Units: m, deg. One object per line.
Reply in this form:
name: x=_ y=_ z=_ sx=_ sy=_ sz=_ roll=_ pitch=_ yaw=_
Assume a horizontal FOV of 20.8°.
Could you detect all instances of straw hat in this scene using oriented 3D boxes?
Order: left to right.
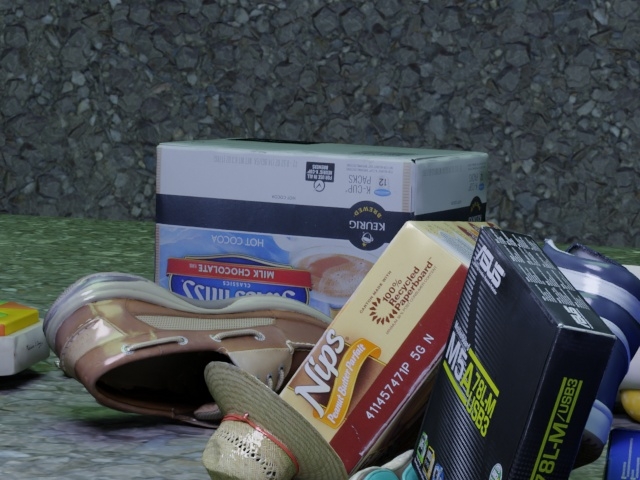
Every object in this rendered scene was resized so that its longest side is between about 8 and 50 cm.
straw hat: x=-0.052 y=0.160 z=1.285 sx=0.061 sy=0.144 sz=0.144 roll=-46 pitch=30 yaw=-23

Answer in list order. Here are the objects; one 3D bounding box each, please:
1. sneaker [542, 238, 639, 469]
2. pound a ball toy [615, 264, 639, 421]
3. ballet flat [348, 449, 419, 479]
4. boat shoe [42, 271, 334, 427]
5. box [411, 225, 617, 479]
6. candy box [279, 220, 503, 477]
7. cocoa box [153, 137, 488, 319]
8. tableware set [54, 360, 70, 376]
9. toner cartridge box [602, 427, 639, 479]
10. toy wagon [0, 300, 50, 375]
sneaker: x=0.167 y=0.093 z=1.310 sx=0.099 sy=0.153 sz=0.282 roll=22 pitch=-15 yaw=-6
pound a ball toy: x=0.360 y=0.124 z=1.667 sx=0.319 sy=0.135 sz=0.208 roll=6 pitch=-18 yaw=33
ballet flat: x=0.042 y=0.187 z=1.223 sx=0.052 sy=0.057 sz=0.168 roll=-27 pitch=-9 yaw=21
boat shoe: x=-0.093 y=0.120 z=1.568 sx=0.324 sy=0.123 sz=0.116 roll=9 pitch=35 yaw=-32
box: x=0.119 y=0.106 z=1.130 sx=0.045 sy=0.184 sz=0.190 roll=10 pitch=18 yaw=-13
candy box: x=0.087 y=0.079 z=1.412 sx=0.087 sy=0.183 sz=0.316 roll=39 pitch=11 yaw=14
cocoa box: x=0.000 y=0.000 z=2.095 sx=0.347 sy=0.227 sz=0.231 roll=5 pitch=7 yaw=26
tableware set: x=-0.199 y=0.124 z=1.813 sx=0.154 sy=0.024 sz=0.104 roll=1 pitch=6 yaw=-16
toner cartridge box: x=0.255 y=0.190 z=1.079 sx=0.165 sy=0.075 sz=0.348 roll=2 pitch=5 yaw=11
toy wagon: x=-0.454 y=0.099 z=1.741 sx=0.345 sy=0.068 sz=0.267 roll=3 pitch=6 yaw=10
